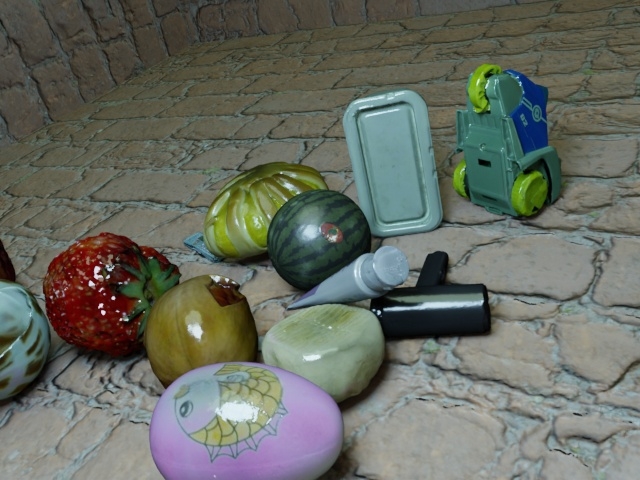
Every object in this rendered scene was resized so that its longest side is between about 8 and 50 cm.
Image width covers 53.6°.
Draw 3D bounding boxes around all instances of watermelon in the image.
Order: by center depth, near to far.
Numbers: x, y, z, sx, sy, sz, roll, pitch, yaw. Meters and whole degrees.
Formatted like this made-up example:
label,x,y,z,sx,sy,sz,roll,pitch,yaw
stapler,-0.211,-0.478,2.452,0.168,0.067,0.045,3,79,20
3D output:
label,x,y,z,sx,sy,sz,roll,pitch,yaw
watermelon,0.000,0.000,1.266,0.212,0.212,0.212,-12,30,7

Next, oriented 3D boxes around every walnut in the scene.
label,x,y,z,sx,sy,sz,roll,pitch,yaw
walnut,-0.209,0.164,1.110,0.203,0.203,0.298,-20,13,-7

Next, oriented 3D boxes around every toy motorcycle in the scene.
label,x,y,z,sx,sy,sz,roll,pitch,yaw
toy motorcycle,0.399,-0.226,1.335,0.200,0.326,0.191,-29,33,-26

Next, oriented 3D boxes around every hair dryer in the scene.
label,x,y,z,sx,sy,sz,roll,pitch,yaw
hair dryer,0.207,0.083,1.160,0.197,0.089,0.251,-5,25,18

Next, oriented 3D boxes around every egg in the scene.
label,x,y,z,sx,sy,sz,roll,pitch,yaw
egg,-0.103,0.265,0.889,0.271,0.196,0.196,-5,30,-2

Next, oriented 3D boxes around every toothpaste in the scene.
label,x,y,z,sx,sy,sz,roll,pitch,yaw
toothpaste,0.046,0.081,1.099,0.114,0.073,0.299,-8,-13,-29

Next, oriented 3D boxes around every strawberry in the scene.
label,x,y,z,sx,sy,sz,roll,pitch,yaw
strawberry,-0.435,0.106,1.267,0.288,0.250,0.238,1,69,24

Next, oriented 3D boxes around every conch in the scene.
label,x,y,z,sx,sy,sz,roll,pitch,yaw
conch,-0.637,0.183,1.250,0.249,0.197,0.368,-28,45,3

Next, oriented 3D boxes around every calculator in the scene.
label,x,y,z,sx,sy,sz,roll,pitch,yaw
calculator,-0.280,0.015,1.559,0.057,0.018,0.172,-30,32,-26

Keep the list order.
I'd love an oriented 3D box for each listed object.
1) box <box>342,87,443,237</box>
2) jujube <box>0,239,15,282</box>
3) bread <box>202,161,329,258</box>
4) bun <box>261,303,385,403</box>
label,x,y,z,sx,sy,sz,roll,pitch,yaw
box,0.166,-0.188,1.413,0.175,0.312,0.182,-8,23,12
jujube,-0.925,0.103,1.479,0.377,0.276,0.276,-25,31,-18
bread,-0.128,-0.088,1.477,0.333,0.160,0.333,-19,20,7
bun,0.012,0.187,1.032,0.178,0.128,0.193,12,29,41
